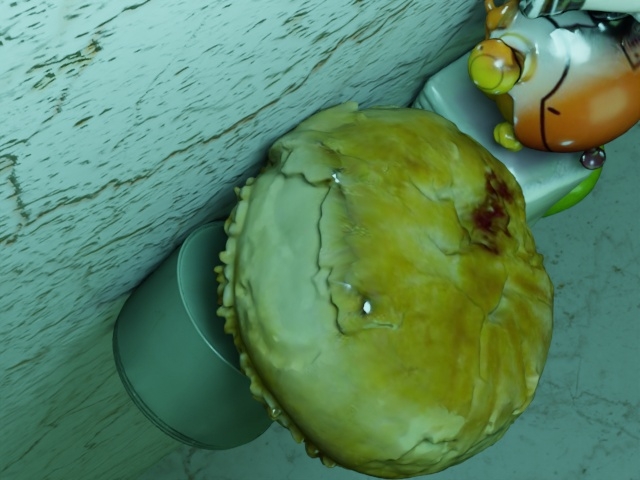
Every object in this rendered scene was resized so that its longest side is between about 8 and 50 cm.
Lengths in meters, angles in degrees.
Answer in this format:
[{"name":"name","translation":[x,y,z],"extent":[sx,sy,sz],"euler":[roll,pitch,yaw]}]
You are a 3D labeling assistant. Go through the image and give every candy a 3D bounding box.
[{"name":"candy","translation":[0.196,-0.091,1.789],"extent":[0.145,0.208,0.359],"euler":[-32,171,-19]}]

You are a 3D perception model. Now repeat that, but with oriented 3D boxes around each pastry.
[{"name":"pastry","translation":[0.066,0.054,1.473],"extent":[0.245,0.410,0.409],"euler":[-23,-177,43]}]

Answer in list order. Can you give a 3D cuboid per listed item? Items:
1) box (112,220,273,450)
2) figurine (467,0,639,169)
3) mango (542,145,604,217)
[{"name":"box","translation":[-0.107,0.110,1.599],"extent":[0.149,0.226,0.226],"euler":[-42,170,37]},{"name":"figurine","translation":[0.282,-0.218,1.473],"extent":[0.320,0.196,0.323],"euler":[-39,164,-28]},{"name":"mango","translation":[0.340,-0.125,2.326],"extent":[0.343,0.156,0.192],"euler":[-19,-127,58]}]
